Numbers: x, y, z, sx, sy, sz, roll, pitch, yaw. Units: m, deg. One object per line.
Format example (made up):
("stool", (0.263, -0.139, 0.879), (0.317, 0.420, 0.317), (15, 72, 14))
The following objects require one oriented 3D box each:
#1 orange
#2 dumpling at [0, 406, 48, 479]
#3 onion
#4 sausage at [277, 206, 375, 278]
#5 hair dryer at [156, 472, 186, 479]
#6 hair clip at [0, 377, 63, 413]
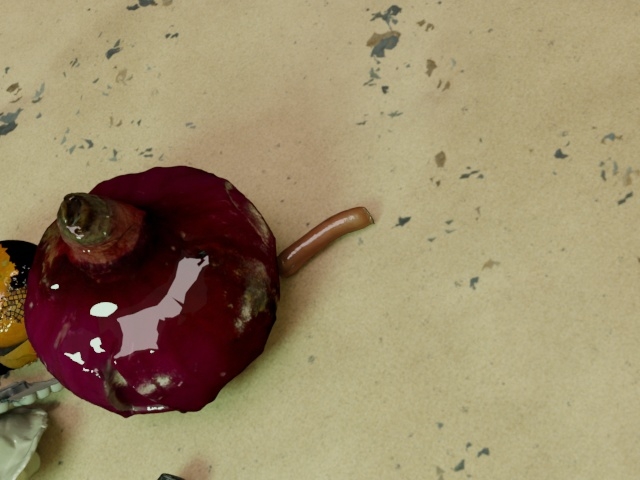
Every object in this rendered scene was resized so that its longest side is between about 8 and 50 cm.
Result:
("orange", (-0.528, 0.108, 1.692), (0.234, 0.182, 0.234), (-19, 51, 25))
("dumpling", (-0.497, 0.335, 1.591), (0.166, 0.216, 0.126), (-23, 96, 19))
("onion", (-0.280, 0.034, 1.473), (0.398, 0.420, 0.398), (-12, 56, 18))
("sausage", (0.000, 0.001, 1.590), (0.177, 0.040, 0.047), (-34, 57, 4))
("hair dryer", (-0.176, 0.457, 1.449), (0.219, 0.075, 0.195), (15, 83, 20))
("hair clip", (-0.540, 0.259, 1.630), (0.140, 0.220, 0.054), (-15, 91, 47))
